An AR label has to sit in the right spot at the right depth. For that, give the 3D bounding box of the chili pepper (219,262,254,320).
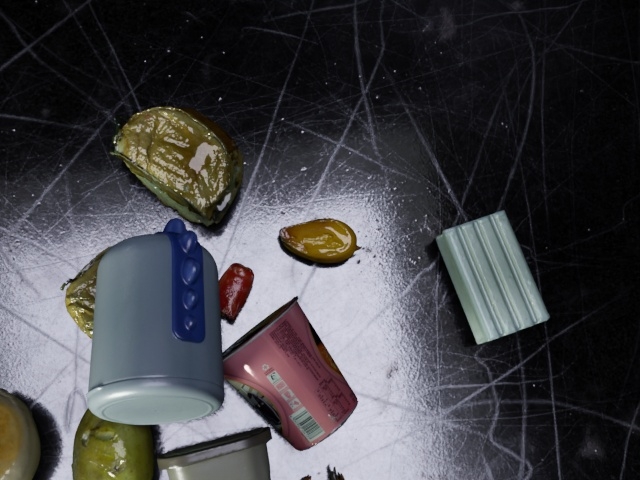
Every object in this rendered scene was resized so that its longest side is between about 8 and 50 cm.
[{"bbox_3d":[-0.188,0.108,1.545,0.070,0.073,0.123,39,72,-41],"label":"chili pepper"}]

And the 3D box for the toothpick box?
[{"bbox_3d":[-0.292,0.137,1.317,0.263,0.263,0.354,-2,63,-8],"label":"toothpick box"}]

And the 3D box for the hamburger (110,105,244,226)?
[{"bbox_3d":[-0.299,-0.188,1.569,0.309,0.132,0.211,36,74,2],"label":"hamburger"}]

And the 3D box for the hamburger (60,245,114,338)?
[{"bbox_3d":[-0.430,0.119,1.495,0.183,0.130,0.206,45,57,3],"label":"hamburger"}]

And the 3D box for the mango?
[{"bbox_3d":[0.000,0.000,1.597,0.188,0.066,0.101,3,84,-1],"label":"mango"}]

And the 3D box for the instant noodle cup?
[{"bbox_3d":[-0.063,0.280,1.452,0.244,0.244,0.255,-39,92,-14],"label":"instant noodle cup"}]

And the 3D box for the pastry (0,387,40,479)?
[{"bbox_3d":[-0.662,0.407,1.354,0.265,0.133,0.264,4,57,-6],"label":"pastry"}]

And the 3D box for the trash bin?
[{"bbox_3d":[-0.178,0.505,1.375,0.220,0.219,0.250,-13,84,-8],"label":"trash bin"}]

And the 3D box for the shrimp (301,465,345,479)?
[{"bbox_3d":[-0.010,0.551,1.463,0.132,0.051,0.187,27,77,0],"label":"shrimp"}]

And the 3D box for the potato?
[{"bbox_3d":[-0.402,0.424,1.378,0.149,0.197,0.228,6,106,-26],"label":"potato"}]

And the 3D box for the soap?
[{"bbox_3d":[0.385,0.083,1.612,0.160,0.087,0.265,-19,80,-12],"label":"soap"}]
